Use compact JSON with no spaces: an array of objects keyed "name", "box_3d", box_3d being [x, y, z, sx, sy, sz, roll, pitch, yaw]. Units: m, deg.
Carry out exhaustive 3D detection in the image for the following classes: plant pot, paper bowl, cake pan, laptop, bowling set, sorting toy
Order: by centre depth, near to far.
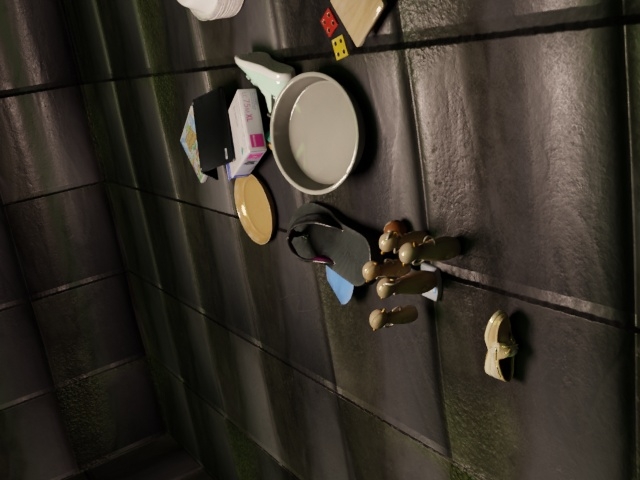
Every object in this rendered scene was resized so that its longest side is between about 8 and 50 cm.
[{"name":"sorting toy","box_3d":[0.088,-0.501,1.486,0.132,0.046,0.274,63,149,15]},{"name":"bowling set","box_3d":[0.157,0.049,1.549,0.200,0.154,0.287,55,137,37]},{"name":"cake pan","box_3d":[-0.005,-0.259,1.698,0.293,0.054,0.293,10,106,41]},{"name":"paper bowl","box_3d":[-0.331,-0.759,1.942,0.284,0.148,0.284,38,137,45]},{"name":"laptop","box_3d":[-0.316,-0.328,2.189,0.264,0.137,0.234,21,-118,-81]},{"name":"plant pot","box_3d":[-0.202,-0.104,2.207,0.236,0.032,0.236,34,133,47]}]

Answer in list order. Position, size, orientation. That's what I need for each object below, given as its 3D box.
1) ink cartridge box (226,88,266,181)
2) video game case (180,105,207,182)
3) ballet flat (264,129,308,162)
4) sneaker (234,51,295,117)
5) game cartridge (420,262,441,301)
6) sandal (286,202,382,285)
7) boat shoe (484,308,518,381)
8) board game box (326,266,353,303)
[{"name":"ink cartridge box","box_3d":[-0.231,-0.300,2.057,0.311,0.065,0.185,148,113,-67]},{"name":"video game case","box_3d":[-0.430,-0.337,2.463,0.193,0.023,0.212,62,149,17]},{"name":"ballet flat","box_3d":[-0.068,-0.242,1.886,0.232,0.080,0.073,37,164,48]},{"name":"sneaker","box_3d":[-0.154,-0.416,1.891,0.256,0.094,0.151,39,140,45]},{"name":"game cartridge","box_3d":[0.251,0.095,1.582,0.056,0.017,0.083,21,124,49]},{"name":"sandal","box_3d":[0.001,-0.002,1.817,0.446,0.107,0.167,22,109,59]},{"name":"boat shoe","box_3d":[0.371,0.215,1.409,0.059,0.063,0.170,33,142,44]},{"name":"board game box","box_3d":[0.064,0.086,1.866,0.168,0.033,0.133,-122,34,-46]}]
